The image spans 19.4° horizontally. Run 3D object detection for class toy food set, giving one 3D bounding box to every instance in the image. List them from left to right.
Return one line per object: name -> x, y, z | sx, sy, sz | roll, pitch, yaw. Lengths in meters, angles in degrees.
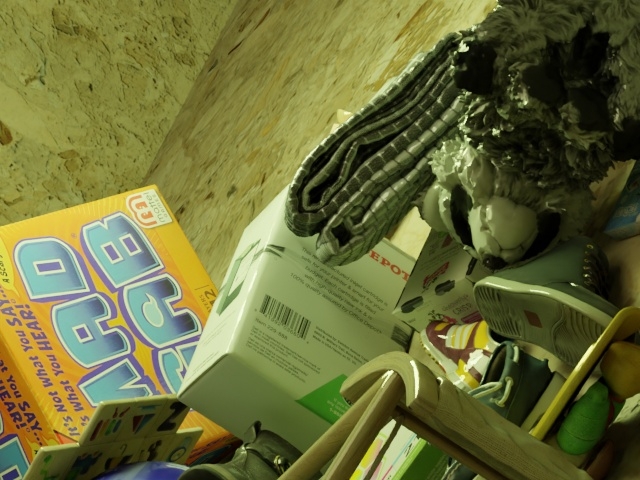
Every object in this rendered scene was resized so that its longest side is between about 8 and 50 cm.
toy food set -> 0.234, 0.149, 1.589 | 0.128, 0.071, 0.218 | -44, -15, -45

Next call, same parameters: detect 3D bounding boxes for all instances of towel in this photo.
towel -> 0.078, -0.103, 2.060 | 0.283, 0.121, 0.235 | -46, -3, -5

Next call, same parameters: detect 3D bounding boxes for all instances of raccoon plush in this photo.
raccoon plush -> 0.270, -0.161, 1.904 | 0.446, 0.216, 0.299 | -48, -11, -27

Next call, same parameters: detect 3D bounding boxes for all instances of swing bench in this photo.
swing bench -> 0.096, 0.242, 1.482 | 0.254, 0.253, 0.165 | -52, 16, 12

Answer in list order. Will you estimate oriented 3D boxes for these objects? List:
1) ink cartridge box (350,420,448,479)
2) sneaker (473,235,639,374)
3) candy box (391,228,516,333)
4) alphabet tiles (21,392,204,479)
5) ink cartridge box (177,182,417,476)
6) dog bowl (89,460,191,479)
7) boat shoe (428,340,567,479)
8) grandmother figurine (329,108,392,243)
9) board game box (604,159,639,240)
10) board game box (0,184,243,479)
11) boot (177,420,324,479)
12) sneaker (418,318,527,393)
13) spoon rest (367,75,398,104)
ink cartridge box -> 0.071, 0.240, 1.856 | 0.189, 0.097, 0.255 | -55, 16, 5
sneaker -> 0.248, 0.049, 1.750 | 0.118, 0.083, 0.222 | -31, 26, -21
candy box -> 0.185, -0.011, 2.074 | 0.159, 0.071, 0.233 | -31, 28, 58
alphabet tiles -> -0.270, 0.312, 2.115 | 0.285, 0.011, 0.342 | 0, -54, -57
ink cartridge box -> -0.014, 0.107, 2.176 | 0.121, 0.211, 0.289 | -43, 19, 43
dog bowl -> -0.184, 0.375, 2.006 | 0.265, 0.265, 0.104 | -51, -1, 17
boat shoe -> 0.148, 0.164, 1.675 | 0.095, 0.079, 0.254 | -53, -6, 37
grandmother figurine -> 0.000, 0.000, 2.479 | 0.208, 0.104, 0.342 | 20, 86, 51
board game box -> 0.324, -0.048, 1.828 | 0.090, 0.020, 0.090 | -23, 37, 63
board game box -> -0.345, 0.196, 2.453 | 0.356, 0.356, 0.356 | -18, -17, -47
boot -> -0.025, 0.304, 1.941 | 0.091, 0.263, 0.229 | -41, -12, 19
sneaker -> 0.163, 0.112, 1.919 | 0.084, 0.069, 0.185 | -45, 22, 4
spoon rest -> 0.098, -0.162, 2.674 | 0.137, 0.084, 0.276 | -47, 4, 26
